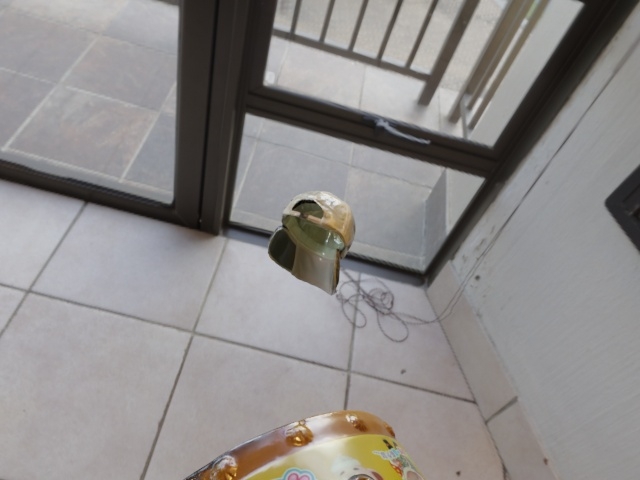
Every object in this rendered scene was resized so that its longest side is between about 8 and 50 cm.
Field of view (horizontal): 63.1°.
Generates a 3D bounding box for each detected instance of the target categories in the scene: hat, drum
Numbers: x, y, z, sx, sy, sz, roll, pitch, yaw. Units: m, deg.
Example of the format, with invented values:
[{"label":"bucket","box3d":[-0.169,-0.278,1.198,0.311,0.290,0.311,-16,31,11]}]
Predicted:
[{"label":"hat","box3d":[-0.002,0.008,1.292,0.232,0.275,0.161,25,35,38]},{"label":"drum","box3d":[-0.030,0.413,0.604,0.431,0.431,0.214,-14,44,-27]}]
